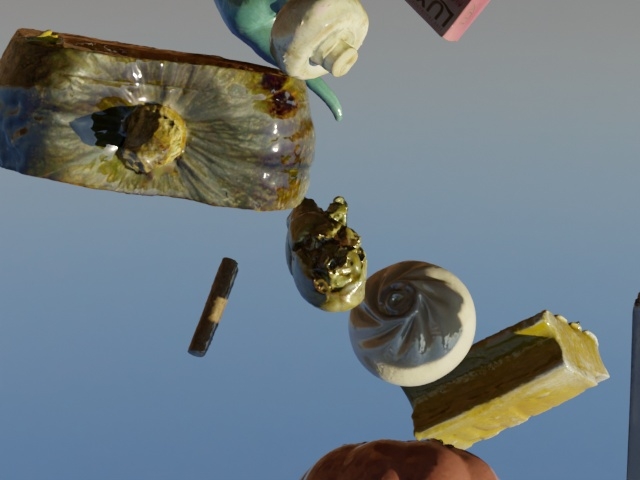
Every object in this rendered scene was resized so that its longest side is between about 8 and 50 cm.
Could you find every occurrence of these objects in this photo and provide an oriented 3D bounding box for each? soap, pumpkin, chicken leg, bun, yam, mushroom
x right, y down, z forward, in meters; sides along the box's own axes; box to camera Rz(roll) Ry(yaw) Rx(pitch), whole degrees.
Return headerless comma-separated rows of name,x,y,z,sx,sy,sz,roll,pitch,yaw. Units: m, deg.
soap,0.301,0.229,2.806,0.281,0.143,0.259,-30,158,21
pumpkin,-0.155,-0.114,1.632,0.317,0.139,0.222,11,-170,-11
chicken leg,0.000,0.000,1.935,0.088,0.103,0.228,-18,-149,1
bun,0.117,0.101,2.266,0.173,0.173,0.120,6,151,20
yam,-0.146,0.092,2.372,0.032,0.145,0.032,18,158,7
mushroom,0.000,-0.164,1.380,0.083,0.083,0.067,-8,-132,-51

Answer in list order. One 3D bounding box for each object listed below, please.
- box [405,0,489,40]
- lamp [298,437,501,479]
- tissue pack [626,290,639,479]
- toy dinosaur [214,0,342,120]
box,0.181,-0.389,2.609,0.156,0.111,0.060,47,-158,23
lamp,0.104,0.388,2.241,0.305,0.240,0.305,5,155,2
tissue pack,0.418,0.154,1.848,0.136,0.246,0.159,9,-154,27
toy dinosaur,-0.137,-0.342,2.222,0.331,0.383,0.129,-1,-179,12
